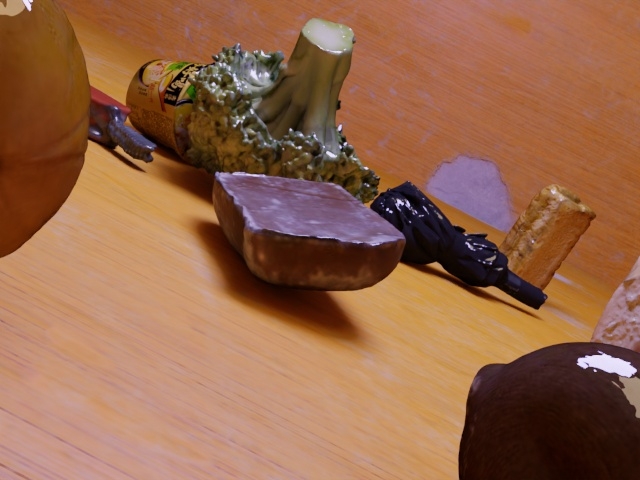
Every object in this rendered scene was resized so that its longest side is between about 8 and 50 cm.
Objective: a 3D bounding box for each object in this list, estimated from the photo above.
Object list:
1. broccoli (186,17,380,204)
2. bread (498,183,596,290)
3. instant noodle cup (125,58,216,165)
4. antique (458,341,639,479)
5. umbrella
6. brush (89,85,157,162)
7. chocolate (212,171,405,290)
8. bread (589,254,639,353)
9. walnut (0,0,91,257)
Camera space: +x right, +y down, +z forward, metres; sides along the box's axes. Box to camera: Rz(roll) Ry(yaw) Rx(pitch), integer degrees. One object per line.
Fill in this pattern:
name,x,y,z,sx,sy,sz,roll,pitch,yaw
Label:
broccoli,-0.052,-0.139,1.050,0.288,0.235,0.260,35,-23,14
bread,0.397,0.003,1.496,0.113,0.211,0.083,22,21,-29
instant noodle cup,-0.197,-0.192,1.194,0.122,0.152,0.151,21,5,33
antique,0.154,0.146,0.343,0.121,0.143,0.257,20,14,-41
umbrella,0.221,0.024,1.297,0.340,0.118,0.118,29,8,-21
brush,-0.303,-0.175,1.057,0.323,0.051,0.070,34,10,35
chocolate,-0.024,0.000,0.806,0.156,0.080,0.254,7,15,-19
bread,0.484,0.118,1.118,0.183,0.211,0.224,24,13,26
walnut,-0.221,-0.072,0.398,0.225,0.193,0.193,21,6,27
